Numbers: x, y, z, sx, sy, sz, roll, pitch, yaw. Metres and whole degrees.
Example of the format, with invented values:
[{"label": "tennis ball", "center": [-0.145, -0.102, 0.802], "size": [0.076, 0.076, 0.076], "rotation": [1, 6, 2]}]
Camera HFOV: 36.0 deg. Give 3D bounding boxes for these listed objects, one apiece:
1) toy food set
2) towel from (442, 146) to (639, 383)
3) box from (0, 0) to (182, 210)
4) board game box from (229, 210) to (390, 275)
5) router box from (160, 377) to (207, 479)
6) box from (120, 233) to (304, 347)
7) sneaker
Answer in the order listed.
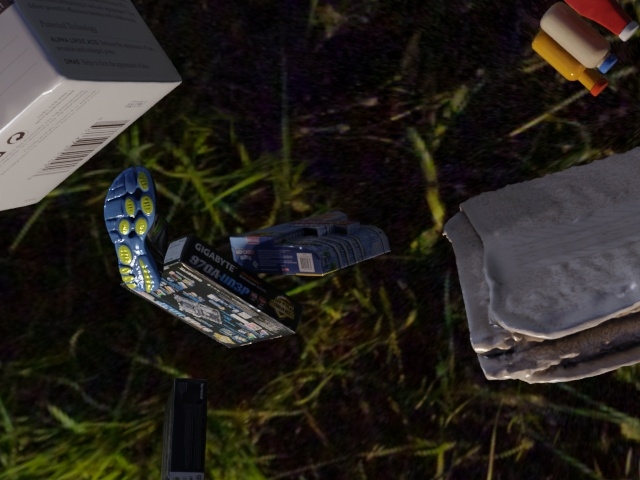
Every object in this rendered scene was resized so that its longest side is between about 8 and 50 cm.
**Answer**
[{"label": "toy food set", "center": [0.348, -0.281, 1.144], "size": [0.104, 0.111, 0.232], "rotation": [45, 119, 12]}, {"label": "towel", "center": [0.213, -0.012, 0.556], "size": [0.282, 0.187, 0.049], "rotation": [-17, 114, 9]}, {"label": "box", "center": [-0.233, -0.115, 0.736], "size": [0.181, 0.182, 0.119], "rotation": [-36, 86, 20]}, {"label": "board game box", "center": [0.000, 0.000, 1.493], "size": [0.194, 0.194, 0.060], "rotation": [0, 104, 46]}, {"label": "router box", "center": [-0.174, 0.277, 1.238], "size": [0.046, 0.133, 0.179], "rotation": [5, 65, -13]}, {"label": "box", "center": [-0.161, 0.082, 1.465], "size": [0.220, 0.051, 0.175], "rotation": [34, 148, -28]}, {"label": "sneaker", "center": [-0.234, -0.020, 1.274], "size": [0.067, 0.078, 0.188], "rotation": [4, 129, 5]}]
